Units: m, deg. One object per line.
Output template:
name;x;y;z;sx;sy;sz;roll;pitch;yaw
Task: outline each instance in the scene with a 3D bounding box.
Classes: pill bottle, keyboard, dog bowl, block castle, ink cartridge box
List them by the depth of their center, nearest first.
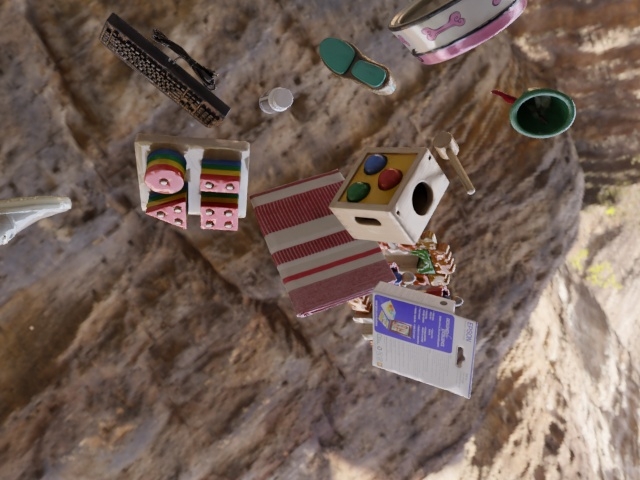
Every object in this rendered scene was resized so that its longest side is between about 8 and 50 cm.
ink cartridge box;0.200;0.190;1.462;0.208;0.206;0.045;16;-139;23
keyboard;-0.327;-0.366;1.640;0.201;0.317;0.033;-28;-151;58
block castle;0.234;0.132;2.073;0.213;0.453;0.303;-1;-131;26
dog bowl;0.404;-0.655;2.178;0.408;0.150;0.408;-30;-161;11
pill bottle;-0.146;-0.463;2.523;0.078;0.078;0.137;-41;-162;-16

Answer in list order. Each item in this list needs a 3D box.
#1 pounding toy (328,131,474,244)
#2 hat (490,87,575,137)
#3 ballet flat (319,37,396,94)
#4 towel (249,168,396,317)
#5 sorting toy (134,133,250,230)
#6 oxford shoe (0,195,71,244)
pounding toy;0.142;-0.103;1.178;0.181;0.094;0.206;7;-123;45
hat;0.625;-0.420;2.218;0.209;0.173;0.183;13;-134;-3
ballet flat;0.076;-0.347;1.552;0.073;0.067;0.206;-52;-126;10
towel;0.000;0.000;1.733;0.237;0.037;0.329;-17;-119;-14
sorting toy;-0.300;-0.121;1.786;0.256;0.257;0.089;4;-126;-6
oxford shoe;-0.825;-0.023;1.845;0.449;0.130;0.169;-18;-171;-30
